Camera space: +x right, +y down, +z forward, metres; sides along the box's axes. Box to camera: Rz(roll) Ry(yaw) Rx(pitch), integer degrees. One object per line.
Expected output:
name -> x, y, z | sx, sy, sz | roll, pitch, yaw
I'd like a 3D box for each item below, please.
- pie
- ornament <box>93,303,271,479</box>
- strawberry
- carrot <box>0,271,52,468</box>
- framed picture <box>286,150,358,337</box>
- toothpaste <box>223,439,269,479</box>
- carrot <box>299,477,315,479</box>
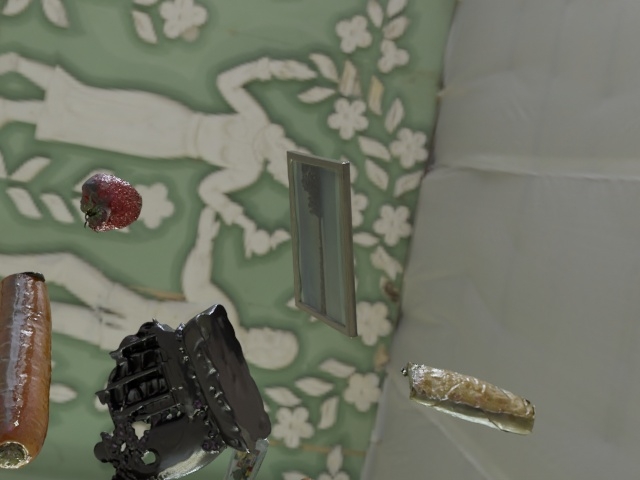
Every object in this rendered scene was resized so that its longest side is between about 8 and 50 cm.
pie -> 0.293, 0.310, 1.810 | 0.129, 0.282, 0.068 | -87, -164, -62
ornament -> -0.233, 0.243, 1.368 | 0.106, 0.260, 0.251 | -27, 98, -75
strawberry -> -0.350, -0.065, 1.531 | 0.106, 0.106, 0.106 | -170, -90, -80
carrot -> -0.293, 0.127, 0.886 | 0.225, 0.067, 0.067 | -104, -155, -47
framed picture -> 0.000, 0.000, 1.550 | 0.213, 0.016, 0.289 | 22, -62, 60
toothpaste -> -0.167, 0.485, 1.706 | 0.256, 0.067, 0.037 | -69, 157, -13
carrot -> 0.016, 0.536, 1.925 | 0.209, 0.061, 0.061 | 0, -101, 52
